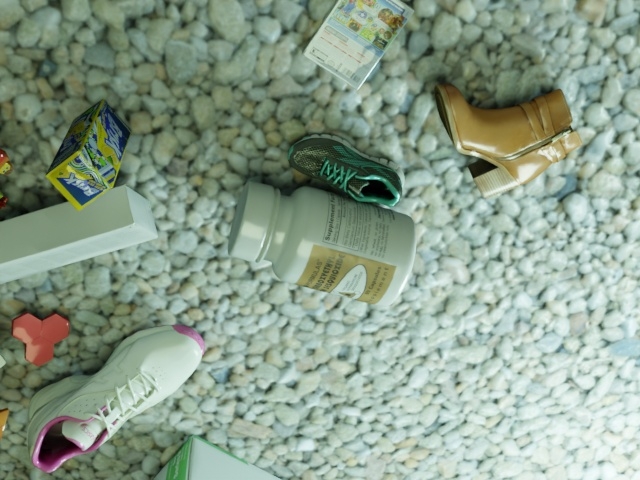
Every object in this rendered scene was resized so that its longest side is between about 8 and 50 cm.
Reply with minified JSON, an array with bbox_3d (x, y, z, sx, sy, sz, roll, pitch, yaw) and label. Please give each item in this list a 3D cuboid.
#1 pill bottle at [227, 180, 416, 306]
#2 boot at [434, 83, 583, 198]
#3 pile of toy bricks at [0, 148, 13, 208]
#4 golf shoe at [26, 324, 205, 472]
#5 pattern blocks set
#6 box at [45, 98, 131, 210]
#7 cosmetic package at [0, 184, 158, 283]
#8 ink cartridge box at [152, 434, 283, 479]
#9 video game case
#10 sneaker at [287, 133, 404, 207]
[{"bbox_3d":[0.000,0.000,1.148,0.229,0.131,0.131,15,117,-13],"label":"pill bottle"},{"bbox_3d":[0.242,-0.156,1.115,0.152,0.073,0.197,-28,130,13],"label":"boot"},{"bbox_3d":[-0.454,-0.060,1.105,0.212,0.118,0.105,-45,146,10],"label":"pile of toy bricks"},{"bbox_3d":[-0.298,0.235,1.256,0.306,0.140,0.115,-32,116,12],"label":"golf shoe"},{"bbox_3d":[-0.534,0.173,1.170,0.285,0.026,0.325,41,78,-24],"label":"pattern blocks set"},{"bbox_3d":[-0.276,-0.107,1.042,0.054,0.169,0.059,-32,117,14],"label":"box"},{"bbox_3d":[-0.345,-0.006,1.131,0.239,0.099,0.061,-16,80,4],"label":"cosmetic package"},{"bbox_3d":[-0.210,0.488,1.417,0.211,0.122,0.289,33,112,-21],"label":"ink cartridge box"},{"bbox_3d":[0.046,-0.259,1.072,0.087,0.011,0.122,29,114,-19],"label":"video game case"},{"bbox_3d":[0.038,-0.088,1.132,0.166,0.076,0.065,15,117,-13],"label":"sneaker"}]
